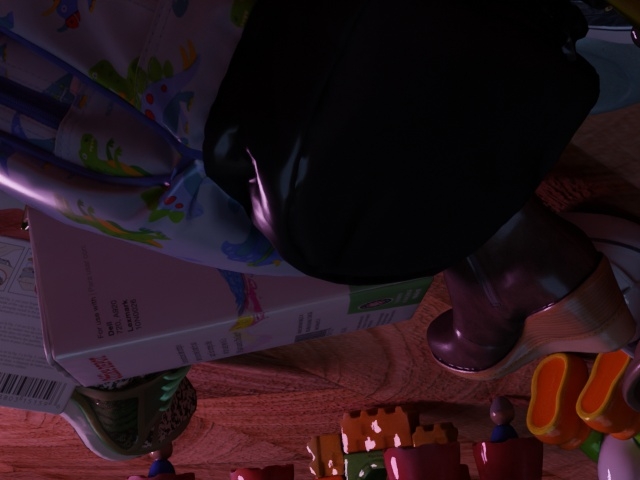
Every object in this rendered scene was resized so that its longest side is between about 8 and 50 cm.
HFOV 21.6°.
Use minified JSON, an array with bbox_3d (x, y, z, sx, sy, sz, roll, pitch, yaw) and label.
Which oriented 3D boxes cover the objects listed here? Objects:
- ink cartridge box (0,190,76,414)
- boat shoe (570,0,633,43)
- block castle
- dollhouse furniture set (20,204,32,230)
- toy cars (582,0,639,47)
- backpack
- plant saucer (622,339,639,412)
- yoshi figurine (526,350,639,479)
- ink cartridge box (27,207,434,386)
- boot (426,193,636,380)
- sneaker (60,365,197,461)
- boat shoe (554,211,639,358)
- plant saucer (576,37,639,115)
[{"bbox_3d":[-0.326,0.040,1.558,0.275,0.060,0.239,13,117,-32],"label":"ink cartridge box"},{"bbox_3d":[0.117,-0.159,0.956,0.183,0.065,0.083,2,153,7],"label":"boat shoe"},{"bbox_3d":[0.024,0.308,2.012,0.453,0.213,0.303,-11,170,33],"label":"block castle"},{"bbox_3d":[-0.267,-0.051,1.234,0.152,0.076,0.058,14,162,-22],"label":"dollhouse furniture set"},{"bbox_3d":[0.120,-0.170,0.793,0.394,0.087,0.176,32,-169,-21],"label":"toy cars"},{"bbox_3d":[-0.084,-0.106,0.850,0.355,0.273,0.290,40,-167,22],"label":"backpack"},{"bbox_3d":[0.391,0.081,1.446,0.278,0.041,0.278,-11,154,-5],"label":"plant saucer"},{"bbox_3d":[0.414,0.208,1.815,0.362,0.203,0.203,32,112,-22],"label":"yoshi figurine"},{"bbox_3d":[-0.068,0.020,1.267,0.278,0.117,0.201,-12,170,-4],"label":"ink cartridge box"},{"bbox_3d":[0.127,0.012,1.374,0.207,0.090,0.248,50,150,-17],"label":"boot"},{"bbox_3d":[-0.197,0.140,1.842,0.182,0.158,0.410,-11,160,16],"label":"sneaker"},{"bbox_3d":[0.263,0.048,1.454,0.095,0.084,0.258,-6,157,36],"label":"boat shoe"},{"bbox_3d":[0.153,-0.119,1.087,0.195,0.037,0.195,8,162,2],"label":"plant saucer"}]
